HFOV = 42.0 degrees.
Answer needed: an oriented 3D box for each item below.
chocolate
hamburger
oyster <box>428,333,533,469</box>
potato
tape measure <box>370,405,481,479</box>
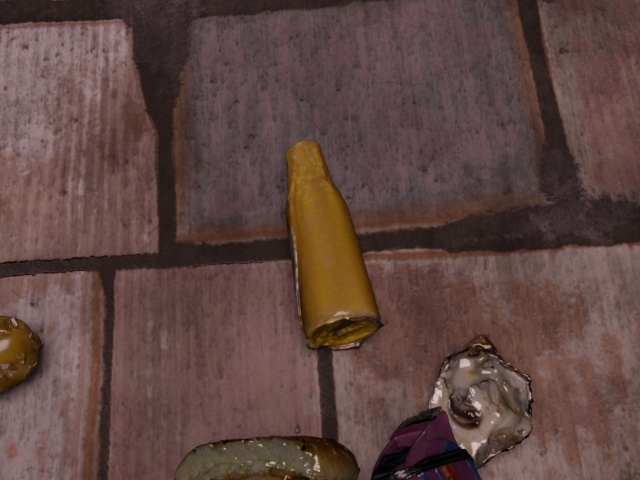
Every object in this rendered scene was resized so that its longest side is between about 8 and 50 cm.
[{"bbox_3d":[0.000,0.000,1.724,0.162,0.162,0.445,-12,64,-3],"label":"chocolate"},{"bbox_3d":[-0.076,0.456,1.455,0.318,0.277,0.195,-13,65,23],"label":"hamburger"},{"bbox_3d":[0.305,0.317,1.611,0.223,0.083,0.214,-43,64,4],"label":"oyster"},{"bbox_3d":[-0.697,0.236,1.638,0.300,0.140,0.173,-19,76,0],"label":"potato"},{"bbox_3d":[0.194,0.452,1.482,0.149,0.245,0.231,-23,95,35],"label":"tape measure"}]
